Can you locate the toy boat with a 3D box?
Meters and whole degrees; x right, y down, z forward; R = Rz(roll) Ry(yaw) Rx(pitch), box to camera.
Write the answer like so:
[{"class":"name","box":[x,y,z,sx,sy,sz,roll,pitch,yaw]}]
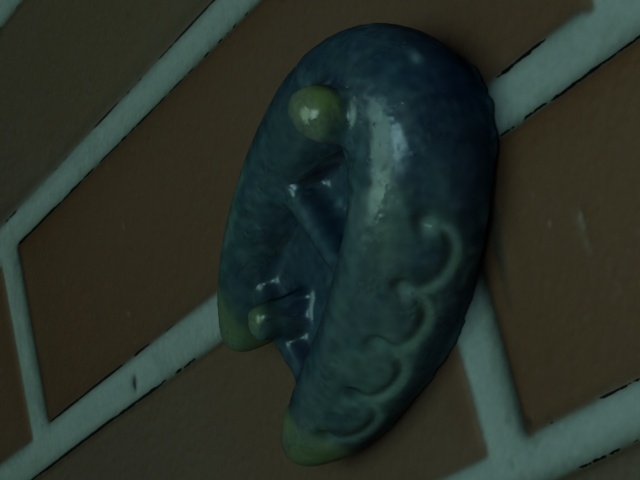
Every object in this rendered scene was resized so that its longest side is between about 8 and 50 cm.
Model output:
[{"class":"toy boat","box":[0.000,0.000,1.209,0.215,0.123,0.330,61,139,37]}]
